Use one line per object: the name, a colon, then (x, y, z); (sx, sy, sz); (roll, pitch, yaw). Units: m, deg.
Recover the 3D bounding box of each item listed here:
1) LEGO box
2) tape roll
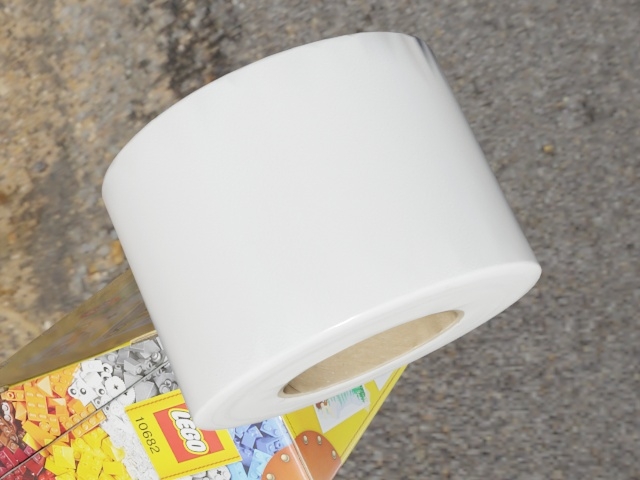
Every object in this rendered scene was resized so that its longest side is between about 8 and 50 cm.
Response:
LEGO box: (-0.108, 0.117, 1.342); (0.193, 0.372, 0.500); (65, 27, -10)
tape roll: (0.000, 0.000, 0.809); (0.246, 0.246, 0.169); (-14, 71, -34)
